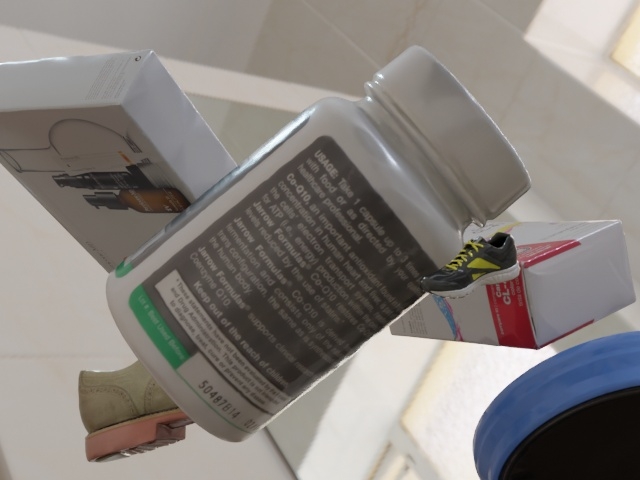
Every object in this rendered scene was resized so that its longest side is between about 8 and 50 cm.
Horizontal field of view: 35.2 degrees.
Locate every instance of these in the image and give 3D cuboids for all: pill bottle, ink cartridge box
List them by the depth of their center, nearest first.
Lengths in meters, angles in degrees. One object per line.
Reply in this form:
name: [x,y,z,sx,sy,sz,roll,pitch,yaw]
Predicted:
pill bottle: [0.000,0.000,0.929,0.361,0.204,0.204,-39,-43,4]
ink cartridge box: [0.264,0.058,1.477,0.226,0.306,0.131,-21,-77,-35]

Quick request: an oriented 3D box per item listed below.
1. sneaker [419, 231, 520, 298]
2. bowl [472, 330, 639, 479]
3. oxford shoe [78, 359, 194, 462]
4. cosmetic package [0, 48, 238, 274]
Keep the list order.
sneaker: [0.104,0.016,0.712,0.083,0.031,0.035,-16,-68,-29]
bowl: [0.402,0.279,1.347,0.392,0.077,0.391,-4,-47,-4]
oxford shoe: [-0.147,0.172,1.356,0.397,0.146,0.140,-20,-15,2]
cosmetic package: [-0.251,-0.080,1.329,0.377,0.285,0.097,55,-131,-45]
